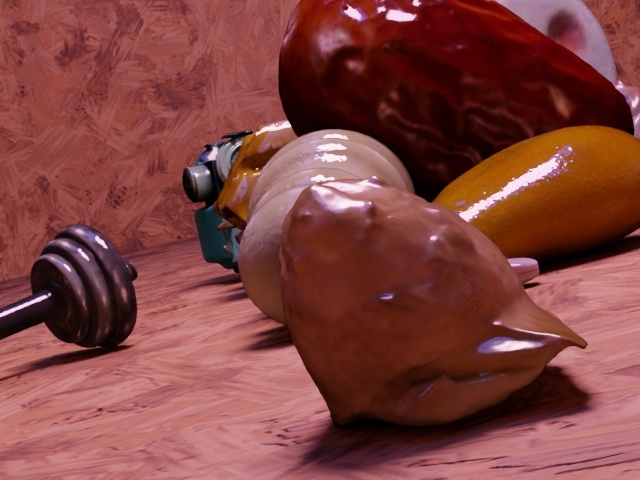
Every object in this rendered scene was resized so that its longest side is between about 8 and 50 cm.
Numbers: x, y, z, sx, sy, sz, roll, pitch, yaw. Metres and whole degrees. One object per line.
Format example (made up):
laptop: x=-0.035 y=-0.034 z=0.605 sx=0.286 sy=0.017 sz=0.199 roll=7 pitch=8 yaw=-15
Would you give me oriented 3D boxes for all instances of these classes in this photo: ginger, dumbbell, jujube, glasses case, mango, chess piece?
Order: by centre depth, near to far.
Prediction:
ginger: x=0.034 y=0.024 z=0.672 sx=0.115 sy=0.123 sz=0.193 roll=-33 pitch=0 yaw=-5
glasses case: x=0.112 y=0.028 z=1.006 sx=0.083 sy=0.021 sz=0.032 roll=-13 pitch=1 yaw=2
chess piece: x=0.000 y=0.000 z=1.092 sx=0.144 sy=0.144 sz=0.251 roll=-12 pitch=10 yaw=7
mango: x=0.162 y=-0.024 z=1.109 sx=0.227 sy=0.099 sz=0.136 roll=-24 pitch=14 yaw=-23
dumbbell: x=-0.259 y=0.067 z=1.167 sx=0.254 sy=0.110 sz=0.110 roll=-24 pitch=10 yaw=-36
jujube: x=0.116 y=-0.123 z=1.283 sx=0.318 sy=0.223 sz=0.223 roll=25 pitch=9 yaw=5

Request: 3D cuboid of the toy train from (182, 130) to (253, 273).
toy train: x=-0.053 y=-0.049 z=1.664 sx=0.203 sy=0.163 sz=0.112 roll=-13 pitch=2 yaw=-24

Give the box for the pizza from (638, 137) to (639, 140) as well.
pizza: x=0.465 y=-0.105 z=1.101 sx=0.434 sy=0.080 sz=0.392 roll=-14 pitch=-3 yaw=6

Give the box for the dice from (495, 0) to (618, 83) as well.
dice: x=0.182 y=-0.160 z=1.720 sx=0.262 sy=0.268 sz=0.264 roll=-15 pitch=4 yaw=-32

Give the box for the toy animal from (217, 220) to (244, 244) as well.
toy animal: x=0.013 y=-0.010 z=1.541 sx=0.186 sy=0.094 sz=0.214 roll=-5 pitch=0 yaw=34

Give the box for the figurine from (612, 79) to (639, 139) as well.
figurine: x=0.350 y=-0.109 z=1.565 sx=0.274 sy=0.133 sz=0.194 roll=-7 pitch=20 yaw=-41

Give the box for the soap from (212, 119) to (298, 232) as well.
soap: x=0.023 y=-0.051 z=1.424 sx=0.257 sy=0.160 sz=0.080 roll=-12 pitch=0 yaw=-9
